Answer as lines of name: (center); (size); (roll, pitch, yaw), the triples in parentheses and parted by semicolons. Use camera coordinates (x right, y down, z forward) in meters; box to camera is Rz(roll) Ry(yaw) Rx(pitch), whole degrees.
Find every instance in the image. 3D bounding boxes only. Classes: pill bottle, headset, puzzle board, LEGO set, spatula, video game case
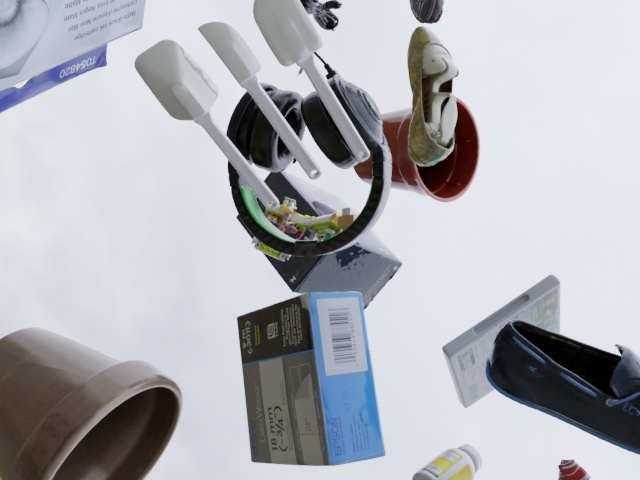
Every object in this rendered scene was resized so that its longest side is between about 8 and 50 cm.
pill bottle: (0.207, 0.376, 1.035); (0.065, 0.116, 0.065); (25, -56, 43)
headset: (-0.012, -0.175, 0.974); (0.244, 0.185, 0.393); (-1, -86, 20)
puzzle board: (-0.036, -0.557, 1.950); (0.128, 0.011, 0.096); (-60, -172, 5)
LEGO set: (-0.044, -0.017, 1.306); (0.287, 0.107, 0.132); (15, -25, 24)
spatula: (-0.055, -0.133, 0.663); (0.242, 0.168, 0.019); (53, 11, -47)
video game case: (0.438, 0.249, 1.521); (0.036, 0.300, 0.329); (54, -5, 38)

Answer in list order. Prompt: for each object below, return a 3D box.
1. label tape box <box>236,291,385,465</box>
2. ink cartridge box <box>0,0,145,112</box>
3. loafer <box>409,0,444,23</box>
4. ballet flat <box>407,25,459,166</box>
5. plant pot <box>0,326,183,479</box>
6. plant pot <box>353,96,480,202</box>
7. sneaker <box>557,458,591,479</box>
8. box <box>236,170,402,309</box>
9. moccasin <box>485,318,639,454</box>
label tape box: (-0.054, 0.229, 1.030); (0.334, 0.106, 0.240); (-24, -111, 52)
ink cartridge box: (-0.214, -0.184, 0.492); (0.045, 0.223, 0.224); (33, -46, 7)
loafer: (0.266, -0.627, 1.530); (0.109, 0.095, 0.302); (124, -31, -51)
ballet flat: (0.267, -0.344, 1.485); (0.123, 0.123, 0.348); (-10, -107, 52)
plant pot: (-0.363, 0.241, 0.888); (0.229, 0.263, 0.263); (31, -49, 19)
plant pot: (0.240, -0.243, 1.730); (0.265, 0.272, 0.272); (8, -67, 50)
sneaker: (0.566, 0.559, 1.508); (0.118, 0.042, 0.067); (-47, -110, 22)
box: (0.000, 0.000, 1.609); (0.182, 0.294, 0.296); (-52, -127, 14)
moccasin: (0.403, 0.204, 0.883); (0.342, 0.137, 0.116); (13, -60, 16)
